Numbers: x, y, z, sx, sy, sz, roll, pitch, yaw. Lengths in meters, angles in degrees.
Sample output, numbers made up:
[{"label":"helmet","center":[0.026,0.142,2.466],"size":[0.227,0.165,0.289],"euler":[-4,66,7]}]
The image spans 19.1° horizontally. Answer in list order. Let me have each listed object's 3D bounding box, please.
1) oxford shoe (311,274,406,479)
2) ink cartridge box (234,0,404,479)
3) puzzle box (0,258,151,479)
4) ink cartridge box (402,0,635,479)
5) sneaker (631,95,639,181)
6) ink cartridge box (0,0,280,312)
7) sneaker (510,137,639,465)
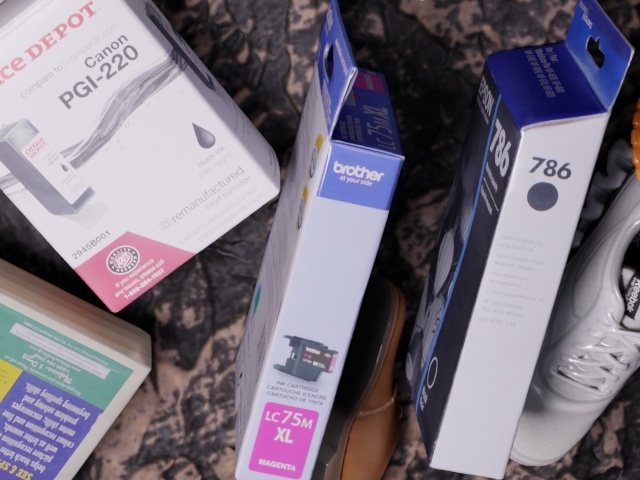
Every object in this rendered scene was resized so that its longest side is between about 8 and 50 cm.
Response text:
[{"label":"oxford shoe","center":[0.033,0.121,1.471],"size":[0.076,0.076,0.212],"euler":[0,119,-32]},{"label":"ink cartridge box","center":[0.000,0.000,1.343],"size":[0.065,0.186,0.311],"euler":[10,111,-7]},{"label":"puzzle box","center":[-0.363,0.092,1.381],"size":[0.409,0.052,0.272],"euler":[29,112,-20]},{"label":"ink cartridge box","center":[0.134,-0.012,1.363],"size":[0.065,0.165,0.333],"euler":[12,110,-9]},{"label":"sneaker","center":[0.311,-0.133,1.332],"size":[0.121,0.099,0.262],"euler":[23,84,-23]},{"label":"ink cartridge box","center":[-0.154,-0.083,1.344],"size":[0.158,0.092,0.218],"euler":[-36,110,9]},{"label":"sneaker","center":[0.212,0.055,1.426],"size":[0.110,0.118,0.292],"euler":[20,111,-15]}]
